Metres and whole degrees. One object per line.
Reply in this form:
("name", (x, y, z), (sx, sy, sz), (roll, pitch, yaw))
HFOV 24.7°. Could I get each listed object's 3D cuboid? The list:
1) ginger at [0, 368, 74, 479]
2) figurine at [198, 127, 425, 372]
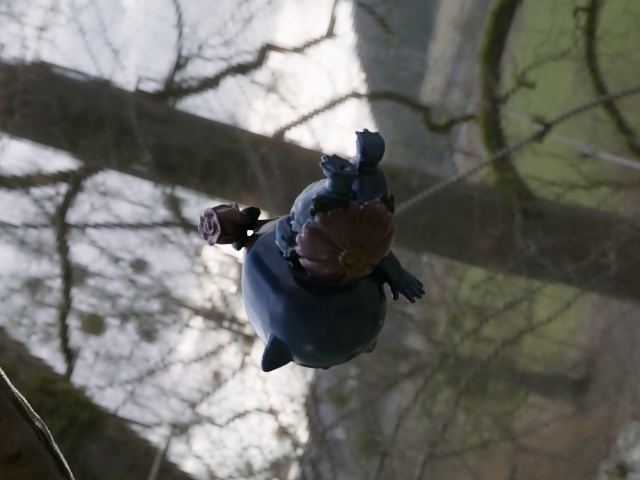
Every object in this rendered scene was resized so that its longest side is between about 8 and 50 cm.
("ginger", (-0.180, 0.100, 0.665), (0.109, 0.263, 0.116), (-25, 8, 34))
("figurine", (-0.005, -0.001, 1.022), (0.114, 0.144, 0.178), (-22, -39, -40))
